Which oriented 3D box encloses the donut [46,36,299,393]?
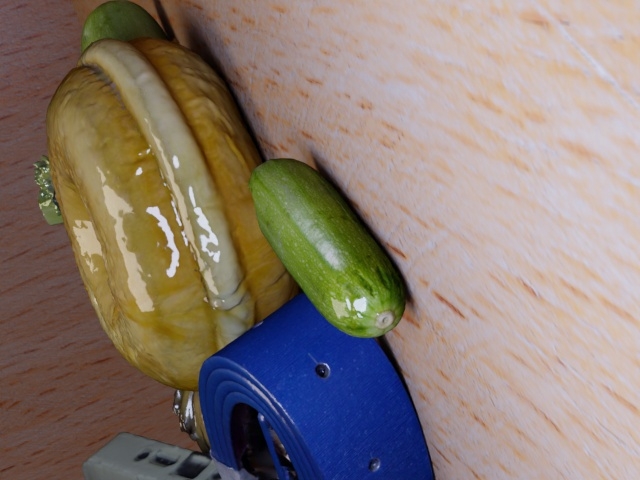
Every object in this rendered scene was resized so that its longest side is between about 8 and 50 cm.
[{"bbox_3d":[-0.171,-0.030,1.594,0.449,0.198,0.449,58,161,33],"label":"donut"}]

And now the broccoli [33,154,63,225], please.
[{"bbox_3d":[-0.333,-0.099,2.309,0.288,0.260,0.235,-79,-9,-45],"label":"broccoli"}]

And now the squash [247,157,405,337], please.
[{"bbox_3d":[0.000,0.000,1.118,0.239,0.069,0.069,-126,15,-53],"label":"squash"}]

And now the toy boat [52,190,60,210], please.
[{"bbox_3d":[-0.234,-0.057,1.978,0.296,0.122,0.114,4,157,38],"label":"toy boat"}]

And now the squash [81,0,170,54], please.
[{"bbox_3d":[-0.197,-0.133,1.837,0.370,0.118,0.118,64,172,1],"label":"squash"}]

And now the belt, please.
[{"bbox_3d":[-0.004,0.203,1.325,0.212,0.117,0.347,34,149,36],"label":"belt"}]

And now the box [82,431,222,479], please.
[{"bbox_3d":[-0.108,0.412,1.745,0.367,0.090,0.373,3,121,51],"label":"box"}]

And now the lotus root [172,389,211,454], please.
[{"bbox_3d":[-0.041,0.264,1.756,0.310,0.183,0.183,55,172,-2],"label":"lotus root"}]
